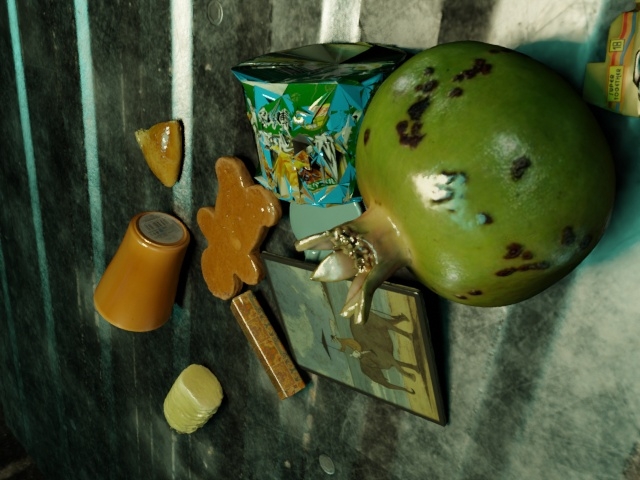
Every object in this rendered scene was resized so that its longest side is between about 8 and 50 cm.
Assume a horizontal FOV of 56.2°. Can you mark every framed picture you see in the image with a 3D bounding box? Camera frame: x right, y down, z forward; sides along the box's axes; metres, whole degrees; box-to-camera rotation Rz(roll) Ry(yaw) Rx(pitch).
[{"bbox_3d":[0.047,0.158,1.010,0.347,0.016,0.265,13,128,42],"label":"framed picture"}]

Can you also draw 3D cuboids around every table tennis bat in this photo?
[{"bbox_3d":[0.000,0.000,1.022,0.149,0.038,0.237,32,125,23],"label":"table tennis bat"}]

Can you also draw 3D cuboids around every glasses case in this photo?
[{"bbox_3d":[-0.106,0.207,1.191,0.218,0.049,0.075,59,161,11],"label":"glasses case"}]

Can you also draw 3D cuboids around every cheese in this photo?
[{"bbox_3d":[-0.309,0.385,1.442,0.123,0.094,0.167,55,135,17],"label":"cheese"}]

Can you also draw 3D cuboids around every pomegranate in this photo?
[{"bbox_3d":[0.137,-0.063,0.643,0.291,0.323,0.291,166,90,-71],"label":"pomegranate"}]

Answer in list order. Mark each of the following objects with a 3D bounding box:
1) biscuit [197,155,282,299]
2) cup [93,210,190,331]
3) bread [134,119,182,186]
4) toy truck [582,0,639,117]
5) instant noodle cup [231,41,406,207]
[{"bbox_3d":[-0.168,-0.009,1.178,0.205,0.049,0.324,43,131,27],"label":"biscuit"},{"bbox_3d":[-0.401,0.055,1.374,0.264,0.182,0.226,-60,31,33],"label":"cup"},{"bbox_3d":[-0.339,-0.180,1.282,0.154,0.054,0.136,1,109,48],"label":"bread"},{"bbox_3d":[0.326,-0.240,0.538,0.127,0.127,0.257,33,127,51],"label":"toy truck"},{"bbox_3d":[0.005,-0.161,0.828,0.240,0.240,0.178,20,127,39],"label":"instant noodle cup"}]
